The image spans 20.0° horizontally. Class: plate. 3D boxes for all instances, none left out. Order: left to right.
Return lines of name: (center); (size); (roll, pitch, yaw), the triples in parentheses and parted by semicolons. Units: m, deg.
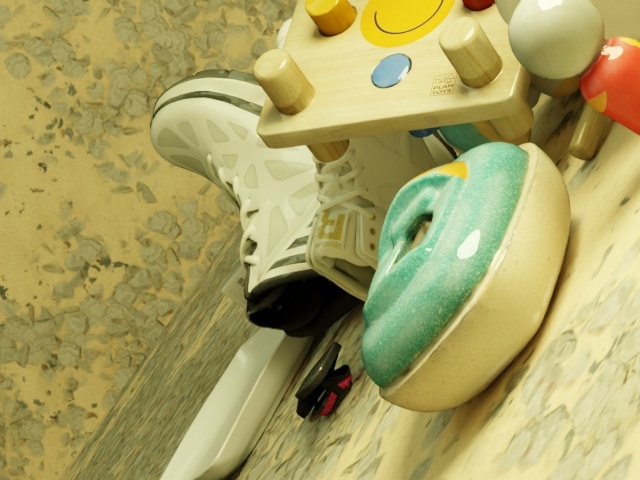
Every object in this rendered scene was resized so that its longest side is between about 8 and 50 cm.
plate: (-0.097, 0.201, 2.155); (0.278, 0.045, 0.277); (-59, 9, -30)

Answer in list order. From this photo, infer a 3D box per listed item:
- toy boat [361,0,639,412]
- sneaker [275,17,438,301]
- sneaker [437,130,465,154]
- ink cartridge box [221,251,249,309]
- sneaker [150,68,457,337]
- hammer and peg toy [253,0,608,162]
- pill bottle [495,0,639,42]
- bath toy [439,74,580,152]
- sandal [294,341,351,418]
toy boat: (0.131, -0.037, 1.342); (0.318, 0.148, 0.267); (-52, 8, 28)
sneaker: (0.029, -0.065, 1.764); (0.108, 0.292, 0.169); (-7, 43, 35)
sneaker: (0.205, -0.209, 1.858); (0.151, 0.094, 0.256); (-38, 20, 57)
ink cartridge box: (-0.051, 0.043, 2.352); (0.135, 0.099, 0.056); (-47, 10, 45)
sneaker: (-0.077, -0.041, 2.066); (0.447, 0.169, 0.257); (11, 66, 44)
hammer and peg toy: (0.126, -0.198, 1.563); (0.361, 0.127, 0.266); (-5, 51, 31)
pill bottle: (0.223, -0.330, 1.428); (0.188, 0.188, 0.334); (136, 138, -58)
bath toy: (0.225, -0.241, 1.724); (0.151, 0.129, 0.348); (16, 62, 37)
sandal: (0.007, 0.146, 1.792); (0.067, 0.040, 0.179); (-51, -8, -14)
